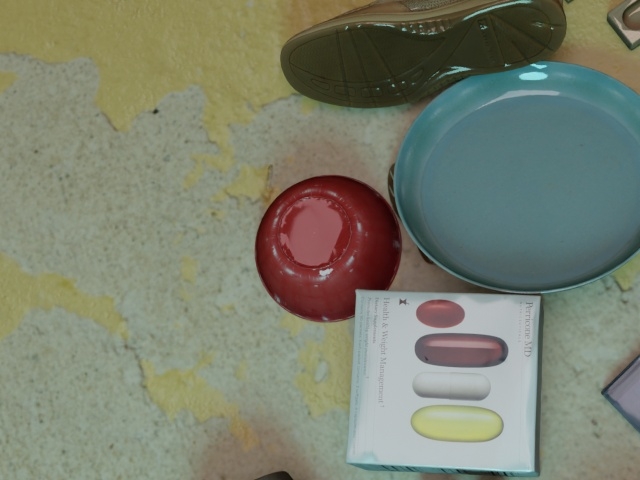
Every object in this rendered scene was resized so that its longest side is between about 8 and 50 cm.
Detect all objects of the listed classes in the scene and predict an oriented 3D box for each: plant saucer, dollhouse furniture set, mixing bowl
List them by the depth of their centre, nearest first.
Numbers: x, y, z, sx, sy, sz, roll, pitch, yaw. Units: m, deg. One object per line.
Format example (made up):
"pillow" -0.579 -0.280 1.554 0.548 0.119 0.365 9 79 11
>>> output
"plant saucer" 0.243 -0.069 1.607 0.317 0.044 0.318 -5 58 8
"dollhouse furniture set" 0.355 -0.322 1.639 0.144 0.123 0.151 -34 75 2
"mixing bowl" 0.000 0.000 1.650 0.181 0.098 0.181 -2 78 10

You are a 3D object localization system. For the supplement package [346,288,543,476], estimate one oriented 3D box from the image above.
"supplement package" 0.144 0.161 1.566 0.203 0.149 0.194 1 79 11

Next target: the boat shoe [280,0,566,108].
"boat shoe" 0.121 -0.245 1.679 0.341 0.122 0.110 -8 37 12

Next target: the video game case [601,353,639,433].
"video game case" 0.476 0.200 1.550 0.196 0.026 0.274 -46 76 9

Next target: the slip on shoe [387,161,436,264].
"slip on shoe" 0.123 -0.034 1.667 0.041 0.051 0.135 -12 63 -33

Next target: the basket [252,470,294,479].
"basket" -0.038 0.384 1.557 0.204 0.154 0.227 -30 72 2
